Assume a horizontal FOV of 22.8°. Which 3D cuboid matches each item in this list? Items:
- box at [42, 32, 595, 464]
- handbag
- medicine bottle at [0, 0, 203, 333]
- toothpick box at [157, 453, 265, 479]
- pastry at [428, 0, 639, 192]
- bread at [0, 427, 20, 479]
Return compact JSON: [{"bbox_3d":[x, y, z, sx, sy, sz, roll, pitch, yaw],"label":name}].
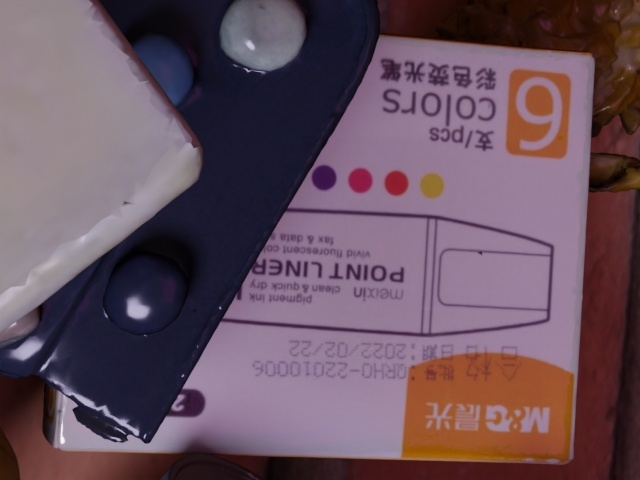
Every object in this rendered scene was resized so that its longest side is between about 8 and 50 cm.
[{"bbox_3d":[0.000,0.000,0.805,0.274,0.091,0.220,1,91,-16],"label":"box"},{"bbox_3d":[-0.162,-0.069,0.656,0.326,0.118,0.269,29,83,-12],"label":"handbag"},{"bbox_3d":[-0.254,0.012,0.472,0.406,0.235,0.235,-36,116,1],"label":"medicine bottle"},{"bbox_3d":[-0.083,0.199,0.741,0.111,0.111,0.180,29,111,-34],"label":"toothpick box"},{"bbox_3d":[0.161,-0.121,0.962,0.250,0.102,0.154,-48,113,-24],"label":"pastry"},{"bbox_3d":[-0.217,0.162,0.604,0.142,0.091,0.305,16,40,1],"label":"bread"}]
